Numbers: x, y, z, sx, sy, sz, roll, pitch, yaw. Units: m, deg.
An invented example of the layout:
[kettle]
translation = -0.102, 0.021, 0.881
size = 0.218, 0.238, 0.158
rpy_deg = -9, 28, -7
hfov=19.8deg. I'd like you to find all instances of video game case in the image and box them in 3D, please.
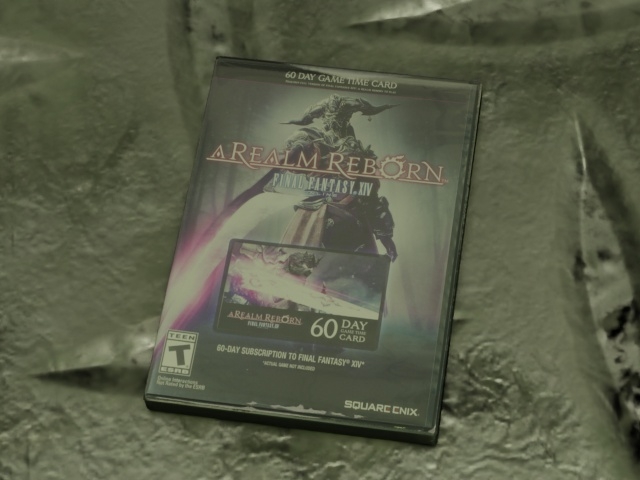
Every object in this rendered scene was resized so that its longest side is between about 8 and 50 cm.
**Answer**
[video game case]
translation = 0.000, 0.000, 1.269
size = 0.196, 0.026, 0.274
rpy_deg = 6, 63, 6
